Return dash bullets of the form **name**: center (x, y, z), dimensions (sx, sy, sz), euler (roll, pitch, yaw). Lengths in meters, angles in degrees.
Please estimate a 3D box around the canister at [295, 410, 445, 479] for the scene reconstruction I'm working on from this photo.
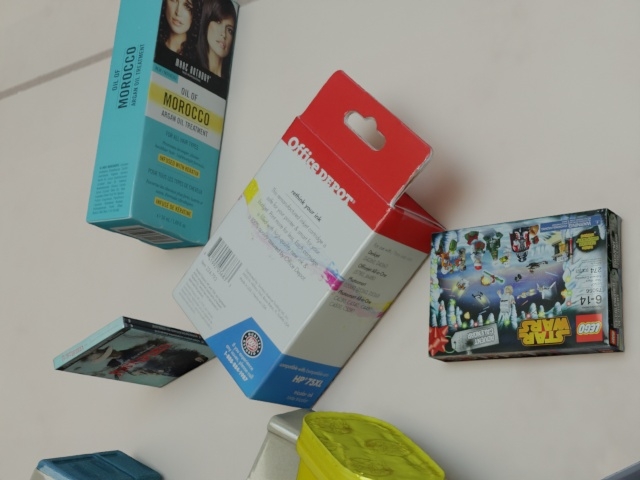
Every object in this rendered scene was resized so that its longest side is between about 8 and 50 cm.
- **canister**: center (0.018, 0.215, 0.688), dimensions (0.126, 0.073, 0.169), euler (-150, 69, -68)

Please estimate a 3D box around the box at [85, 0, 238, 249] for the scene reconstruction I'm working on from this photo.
- **box**: center (-0.141, -0.122, 0.951), dimensions (0.060, 0.100, 0.244), euler (-5, 73, 37)

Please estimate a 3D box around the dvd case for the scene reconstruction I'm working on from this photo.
- **dvd case**: center (-0.150, 0.096, 0.872), dimensions (0.087, 0.119, 0.013), euler (-30, 58, 28)

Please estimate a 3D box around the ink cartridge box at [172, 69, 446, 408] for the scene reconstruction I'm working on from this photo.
- **ink cartridge box**: center (0.000, 0.000, 0.809), dimensions (0.231, 0.078, 0.134), euler (-53, 51, 13)

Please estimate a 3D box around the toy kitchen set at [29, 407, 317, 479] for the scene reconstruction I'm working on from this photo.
- **toy kitchen set**: center (-0.097, 0.181, 0.829), dimensions (0.207, 0.122, 0.166), euler (24, 91, 21)

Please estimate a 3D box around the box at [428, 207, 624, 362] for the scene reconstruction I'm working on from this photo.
- **box**: center (0.139, 0.033, 0.717), dimensions (0.137, 0.027, 0.094), euler (-9, 71, 37)

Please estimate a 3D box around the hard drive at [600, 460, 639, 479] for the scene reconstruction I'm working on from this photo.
- **hard drive**: center (0.246, 0.152, 0.467), dimensions (0.255, 0.054, 0.172), euler (-16, 78, -10)
